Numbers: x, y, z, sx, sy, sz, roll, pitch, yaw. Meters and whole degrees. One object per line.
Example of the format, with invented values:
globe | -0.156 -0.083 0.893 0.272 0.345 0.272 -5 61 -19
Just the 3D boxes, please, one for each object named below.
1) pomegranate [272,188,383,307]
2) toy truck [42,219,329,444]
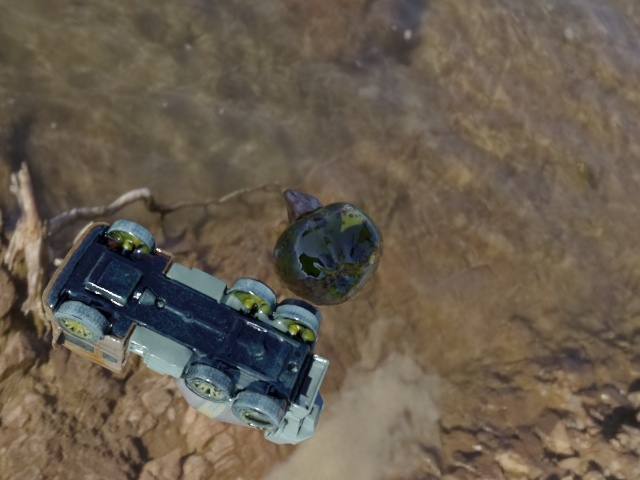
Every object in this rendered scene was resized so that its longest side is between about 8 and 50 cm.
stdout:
pomegranate | 0.000 0.000 0.933 0.138 0.125 0.163 -32 83 -1
toy truck | -0.108 0.096 0.673 0.257 0.140 0.108 26 56 -3
